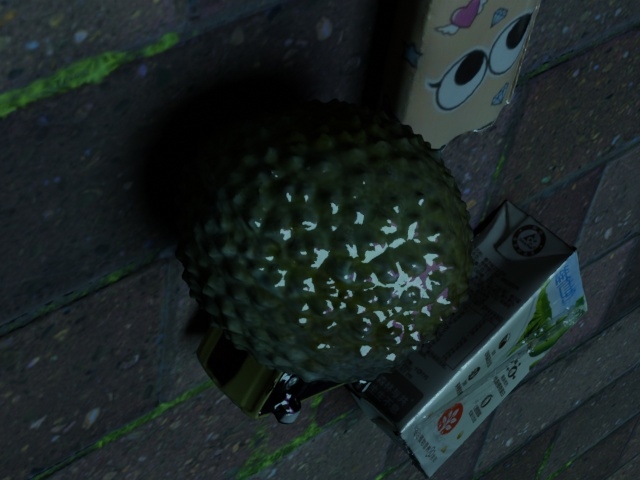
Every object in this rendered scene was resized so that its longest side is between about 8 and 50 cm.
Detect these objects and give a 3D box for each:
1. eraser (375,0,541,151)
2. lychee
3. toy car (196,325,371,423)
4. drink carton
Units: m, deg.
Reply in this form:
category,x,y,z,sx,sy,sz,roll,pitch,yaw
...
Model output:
category,x,y,z,sx,sy,sz,roll,pitch,yaw
eraser,0.135,-0.220,1.215,0.171,0.087,0.290,-30,148,-31
lychee,0.000,0.000,1.138,0.255,0.255,0.274,-54,146,13
toy car,-0.016,0.105,1.393,0.257,0.124,0.101,-12,137,-60
drink carton,0.186,0.129,1.680,0.324,0.132,0.194,-44,151,-9
